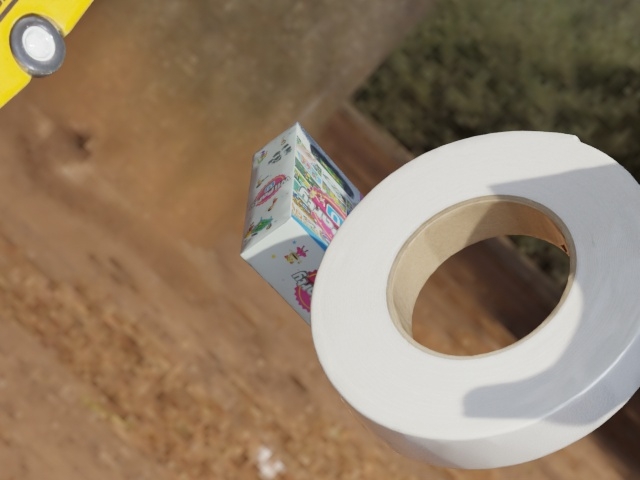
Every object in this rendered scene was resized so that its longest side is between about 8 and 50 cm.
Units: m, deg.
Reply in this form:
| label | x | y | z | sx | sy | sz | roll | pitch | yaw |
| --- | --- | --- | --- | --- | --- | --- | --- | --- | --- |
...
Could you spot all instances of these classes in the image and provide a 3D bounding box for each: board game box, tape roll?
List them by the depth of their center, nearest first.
| label | x | y | z | sx | sy | sz | roll | pitch | yaw |
| --- | --- | --- | --- | --- | --- | --- | --- | --- | --- |
| tape roll | 0.179 | 0.055 | 1.914 | 0.392 | 0.392 | 0.072 | 44 | -8 | 42 |
| board game box | 0.000 | 0.000 | 2.507 | 0.224 | 0.097 | 0.303 | 47 | 20 | -21 |

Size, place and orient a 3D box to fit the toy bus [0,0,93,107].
| label | x | y | z | sx | sy | sz | roll | pitch | yaw |
| --- | --- | --- | --- | --- | --- | --- | --- | --- | --- |
| toy bus | -0.248 | -0.211 | 1.456 | 0.130 | 0.333 | 0.108 | 44 | -37 | -20 |
